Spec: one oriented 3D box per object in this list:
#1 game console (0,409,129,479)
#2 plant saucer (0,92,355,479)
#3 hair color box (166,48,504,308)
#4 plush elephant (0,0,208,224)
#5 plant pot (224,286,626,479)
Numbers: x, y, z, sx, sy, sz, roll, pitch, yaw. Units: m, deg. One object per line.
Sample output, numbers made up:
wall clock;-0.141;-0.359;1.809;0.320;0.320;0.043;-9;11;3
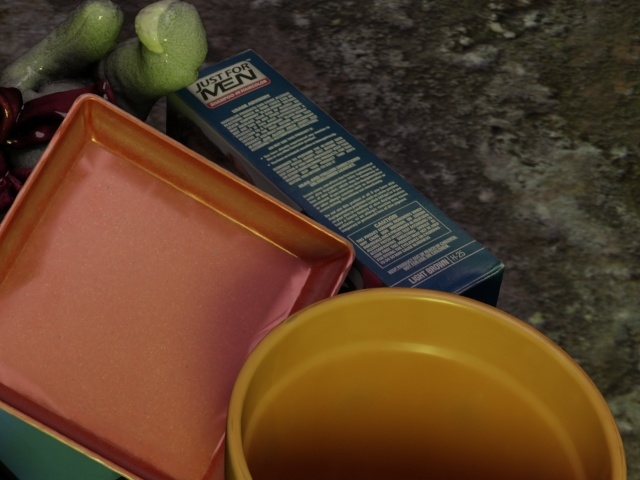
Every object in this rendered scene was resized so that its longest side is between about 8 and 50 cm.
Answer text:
game console;-0.245;0.125;1.371;0.250;0.173;0.293;-30;55;-33
plant saucer;-0.139;0.054;1.362;0.259;0.048;0.258;30;69;-6
hair color box;0.000;0.000;1.535;0.105;0.174;0.347;-27;53;-30
plush elephant;-0.281;-0.087;1.501;0.255;0.271;0.330;2;5;-37
plant pot;0.063;0.207;1.298;0.291;0.203;0.291;6;46;-6
